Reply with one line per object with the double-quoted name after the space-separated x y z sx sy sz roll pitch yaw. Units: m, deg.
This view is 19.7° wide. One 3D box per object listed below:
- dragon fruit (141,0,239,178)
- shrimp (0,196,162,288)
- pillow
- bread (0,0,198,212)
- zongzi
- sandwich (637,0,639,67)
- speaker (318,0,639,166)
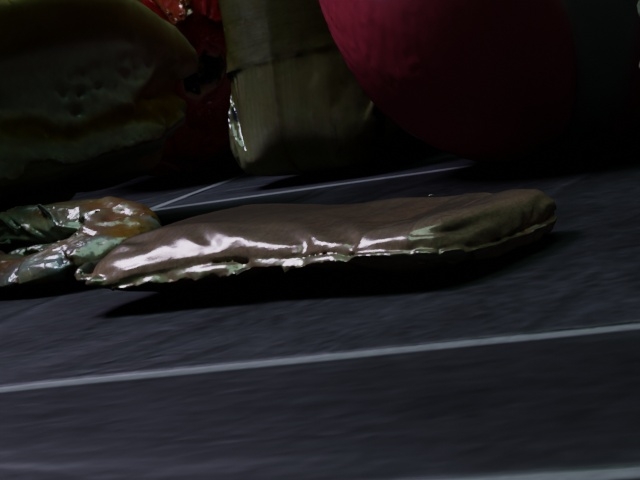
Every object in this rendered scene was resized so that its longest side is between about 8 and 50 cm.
-0.115 -0.162 1.537 0.241 0.241 0.252 -8 19 16 "dragon fruit"
-0.162 0.003 1.021 0.101 0.042 0.190 -26 17 -40 "shrimp"
-0.001 0.000 0.847 0.211 0.034 0.135 -4 6 33 "pillow"
-0.284 -0.098 1.208 0.341 0.210 0.300 -19 -5 43 "bread"
0.055 -0.225 1.430 0.160 0.323 0.360 2 8 33 "zongzi"
0.276 -0.119 0.796 0.325 0.131 0.262 -22 -12 42 "sandwich"
0.148 -0.189 1.172 0.294 0.294 0.294 -10 7 1 "speaker"
